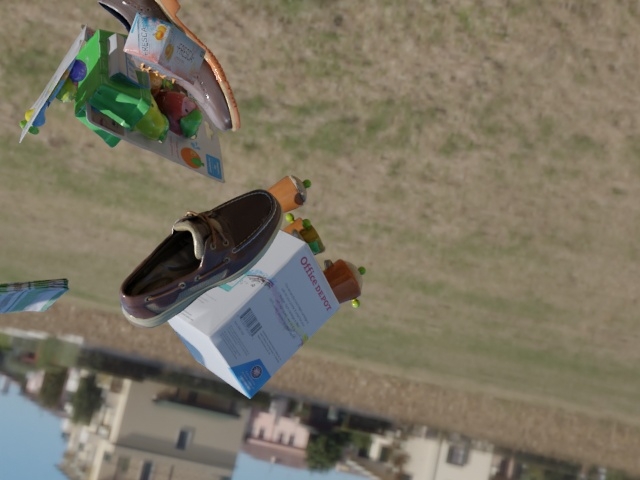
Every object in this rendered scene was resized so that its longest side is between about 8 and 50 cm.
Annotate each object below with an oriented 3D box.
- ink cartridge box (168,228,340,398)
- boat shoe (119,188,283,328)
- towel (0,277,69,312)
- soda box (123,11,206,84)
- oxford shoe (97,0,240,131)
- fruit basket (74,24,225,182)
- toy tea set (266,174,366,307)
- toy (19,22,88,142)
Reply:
[{"bbox_3d":[-0.140,0.126,1.955,0.197,0.270,0.198,25,151,45],"label":"ink cartridge box"},{"bbox_3d":[-0.206,0.013,1.699,0.123,0.342,0.123,47,162,23],"label":"boat shoe"},{"bbox_3d":[-0.524,0.104,1.704,0.152,0.023,0.113,-4,154,-46],"label":"towel"},{"bbox_3d":[-0.230,-0.284,1.468,0.058,0.063,0.183,21,-178,8],"label":"soda box"},{"bbox_3d":[-0.287,-0.347,1.894,0.363,0.133,0.130,55,167,-2],"label":"oxford shoe"},{"bbox_3d":[-0.360,-0.309,2.152,0.353,0.327,0.165,19,132,-33],"label":"fruit basket"},{"bbox_3d":[0.000,0.000,2.149,0.200,0.124,0.336,52,167,46],"label":"toy tea set"},{"bbox_3d":[-0.509,-0.300,1.931,0.056,0.237,0.137,33,-153,-26],"label":"toy"}]
